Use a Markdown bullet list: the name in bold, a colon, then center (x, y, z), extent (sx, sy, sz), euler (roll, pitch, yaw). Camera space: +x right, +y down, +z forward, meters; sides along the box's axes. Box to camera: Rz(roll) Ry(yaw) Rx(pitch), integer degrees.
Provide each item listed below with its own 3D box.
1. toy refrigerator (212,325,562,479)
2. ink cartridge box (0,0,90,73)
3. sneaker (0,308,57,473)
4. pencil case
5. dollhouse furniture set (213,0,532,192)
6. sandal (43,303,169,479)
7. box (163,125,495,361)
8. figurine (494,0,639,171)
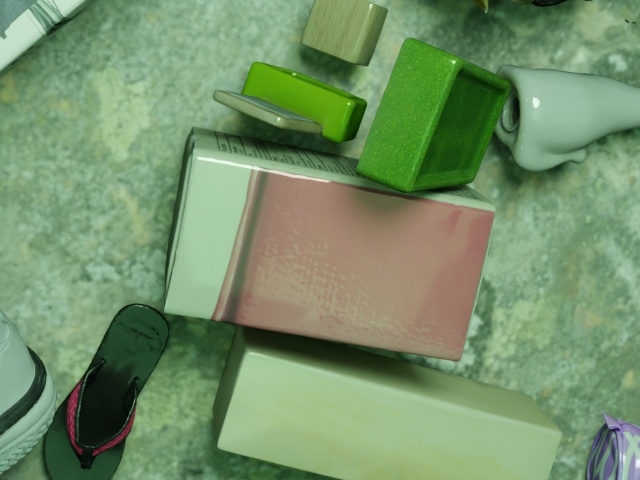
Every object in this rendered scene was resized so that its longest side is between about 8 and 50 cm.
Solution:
- **toy refrigerator**: center (0.051, 0.154, 1.033), extent (0.269, 0.102, 0.094), euler (16, 99, -10)
- **ink cartridge box**: center (-0.203, -0.206, 0.894), extent (0.237, 0.172, 0.100), euler (-39, 103, 2)
- **sneaker**: center (-0.366, 0.135, 0.877), extent (0.366, 0.137, 0.210), euler (-35, 139, -29)
- **pencil case**: center (0.338, 0.207, 1.086), extent (0.206, 0.086, 0.088), euler (6, 116, -9)
- **dollhouse furniture set**: center (0.056, -0.209, 0.895), extent (0.197, 0.151, 0.301), euler (25, 102, 21)
- **sandal**: center (-0.181, 0.137, 1.032), extent (0.067, 0.040, 0.179), euler (23, 97, -11)
- **box**: center (0.000, 0.000, 0.972), extent (0.232, 0.148, 0.127), euler (10, 101, -8)
- **figurine**: center (0.251, -0.166, 1.007), extent (0.209, 0.092, 0.215), euler (-2, 102, -11)
